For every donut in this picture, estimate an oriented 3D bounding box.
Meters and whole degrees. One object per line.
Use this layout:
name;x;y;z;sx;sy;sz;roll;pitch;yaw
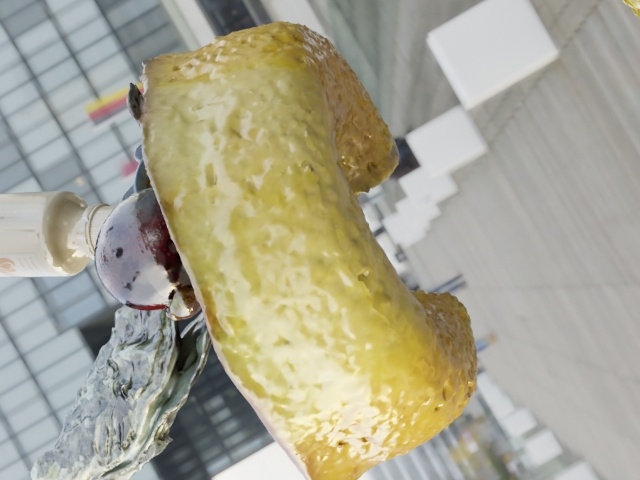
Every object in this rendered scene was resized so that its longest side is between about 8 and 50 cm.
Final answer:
donut;0.000;0.000;1.117;0.377;0.163;0.435;16;-127;-73

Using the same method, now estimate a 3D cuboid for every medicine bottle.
medicine bottle;-0.354;-0.009;1.637;0.114;0.252;0.114;9;-100;-63

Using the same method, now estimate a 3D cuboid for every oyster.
oyster;-0.229;0.183;1.531;0.158;0.351;0.162;42;-169;9

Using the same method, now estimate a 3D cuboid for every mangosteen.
mangosteen;-0.168;0.019;1.357;0.153;0.152;0.152;60;-179;-1

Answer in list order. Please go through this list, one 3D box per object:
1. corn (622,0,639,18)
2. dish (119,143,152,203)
corn;0.174;-0.198;0.681;0.318;0.115;0.115;40;-171;-22
dish;-0.150;-0.064;1.675;0.236;0.227;0.086;41;157;44
